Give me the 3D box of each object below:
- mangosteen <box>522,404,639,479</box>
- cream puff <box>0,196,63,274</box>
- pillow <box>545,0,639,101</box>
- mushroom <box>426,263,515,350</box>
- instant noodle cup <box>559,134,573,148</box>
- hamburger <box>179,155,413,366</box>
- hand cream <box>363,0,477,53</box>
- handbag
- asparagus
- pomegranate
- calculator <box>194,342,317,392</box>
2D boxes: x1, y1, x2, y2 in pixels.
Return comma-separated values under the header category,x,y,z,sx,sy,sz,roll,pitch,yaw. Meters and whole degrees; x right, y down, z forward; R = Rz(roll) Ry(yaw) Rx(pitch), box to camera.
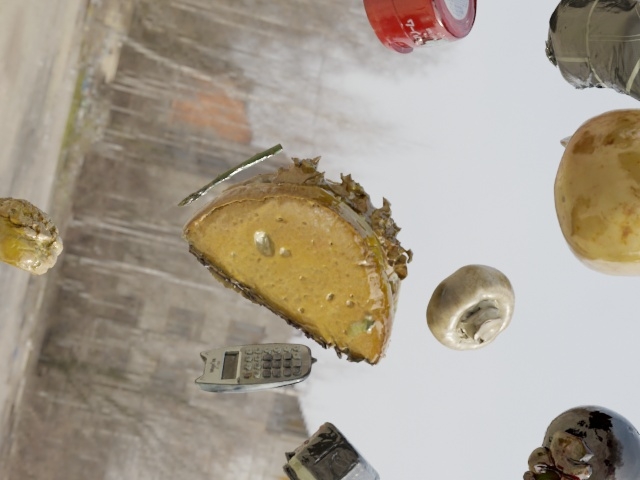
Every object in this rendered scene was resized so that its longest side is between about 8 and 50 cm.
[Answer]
category,x,y,z,sx,sy,sz,roll,pitch,yaw
mangosteen,0.485,0.422,2.053,0.211,0.250,0.211,46,-34,45
cream puff,-0.580,-0.015,2.093,0.129,0.189,0.189,-66,-171,-9
pillow,0.431,-0.293,1.651,0.335,0.093,0.161,-140,-138,-68
mushroom,0.266,0.122,1.915,0.127,0.166,0.166,56,-41,38
instant noodle cup,0.647,-0.134,2.309,0.264,0.265,0.200,-136,-145,-78
hamburger,0.000,0.000,2.055,0.287,0.446,0.268,-56,178,19
hand cream,0.192,-0.478,2.094,0.149,0.230,0.230,-9,-120,32
handbag,0.015,0.538,2.543,0.181,0.181,0.254,-42,155,-6
asparagus,-0.123,-0.088,1.487,0.016,0.163,0.016,61,-2,-42
pomegranate,0.604,-0.086,2.022,0.342,0.343,0.342,-166,-90,-80
calculator,-0.140,0.278,2.435,0.177,0.268,0.040,-88,171,-65
